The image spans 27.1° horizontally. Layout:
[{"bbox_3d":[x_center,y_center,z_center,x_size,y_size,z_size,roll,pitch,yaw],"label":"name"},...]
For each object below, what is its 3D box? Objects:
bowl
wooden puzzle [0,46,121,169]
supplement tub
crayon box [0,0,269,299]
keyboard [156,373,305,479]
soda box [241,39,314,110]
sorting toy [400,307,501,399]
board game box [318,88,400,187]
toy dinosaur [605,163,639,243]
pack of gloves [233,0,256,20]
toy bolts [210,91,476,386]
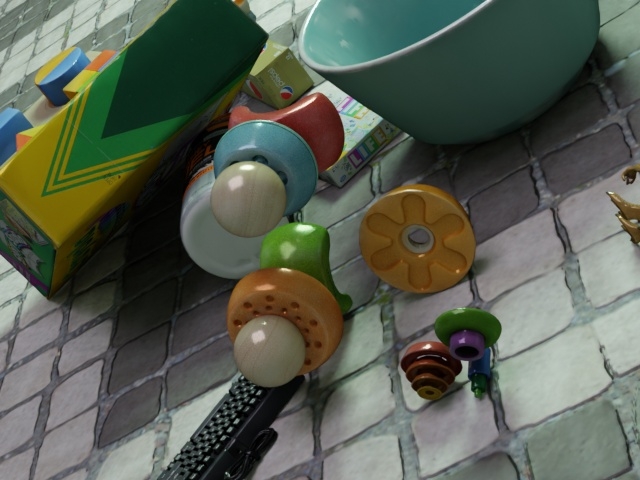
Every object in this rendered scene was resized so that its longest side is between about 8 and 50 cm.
[{"bbox_3d":[0.151,-0.212,1.311,0.311,0.163,0.311,-29,29,18],"label":"bowl"},{"bbox_3d":[-0.402,-0.187,2.012,0.322,0.080,0.348,-49,29,-19],"label":"wooden puzzle"},{"bbox_3d":[-0.087,-0.054,1.402,0.117,0.117,0.190,-30,28,14],"label":"supplement tub"},{"bbox_3d":[-0.225,-0.099,1.495,0.313,0.106,0.363,-48,2,-17],"label":"crayon box"},{"bbox_3d":[-0.085,0.177,1.152,0.108,0.023,0.180,6,51,53],"label":"keyboard"},{"bbox_3d":[-0.078,-0.221,1.701,0.058,0.061,0.181,-42,28,-8],"label":"soda box"},{"bbox_3d":[0.103,0.094,1.017,0.102,0.061,0.042,-48,27,48],"label":"sorting toy"},{"bbox_3d":[0.016,-0.116,1.469,0.103,0.026,0.154,-44,28,-12],"label":"board game box"},{"bbox_3d":[0.281,-0.041,1.008,0.112,0.064,0.211,-35,28,2],"label":"toy dinosaur"},{"bbox_3d":[-0.176,-0.257,1.773,0.195,0.046,0.232,-39,0,2],"label":"pack of gloves"},{"bbox_3d":[0.000,0.000,1.093,0.218,0.228,0.158,-14,25,22],"label":"toy bolts"}]
